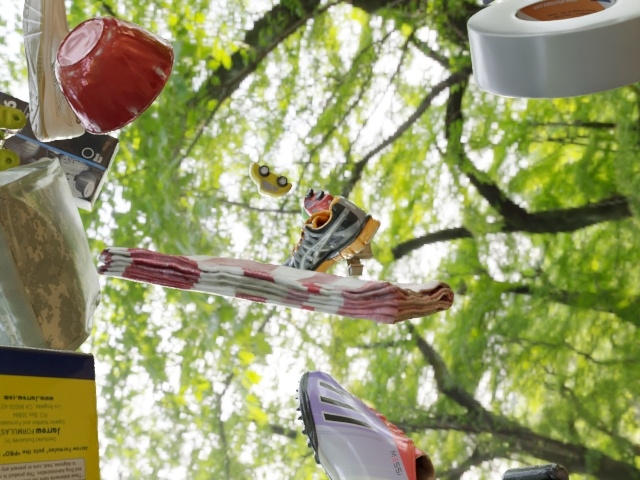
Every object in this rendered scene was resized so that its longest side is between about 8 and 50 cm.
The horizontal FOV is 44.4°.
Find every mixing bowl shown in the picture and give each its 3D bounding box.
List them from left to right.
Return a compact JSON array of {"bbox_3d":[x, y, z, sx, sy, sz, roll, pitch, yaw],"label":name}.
[{"bbox_3d":[-0.312,-0.255,1.129,0.098,0.181,0.181,45,-124,-47],"label":"mixing bowl"}]

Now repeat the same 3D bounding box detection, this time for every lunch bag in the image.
[{"bbox_3d":[-0.404,0.028,1.048,0.287,0.169,0.235,-139,33,-74],"label":"lunch bag"}]

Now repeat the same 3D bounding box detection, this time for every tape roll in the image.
[{"bbox_3d":[0.283,-0.233,0.901,0.219,0.219,0.072,-52,-43,-52],"label":"tape roll"}]

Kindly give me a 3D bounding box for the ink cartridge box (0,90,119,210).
[{"bbox_3d":[-0.611,-0.199,1.652,0.065,0.333,0.165,132,157,-67],"label":"ink cartridge box"}]

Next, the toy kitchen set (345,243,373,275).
[{"bbox_3d":[0.072,0.024,1.526,0.075,0.083,0.068,126,140,-58],"label":"toy kitchen set"}]

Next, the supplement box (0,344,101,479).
[{"bbox_3d":[-0.318,0.281,0.667,0.195,0.194,0.356,26,-126,-64],"label":"supplement box"}]

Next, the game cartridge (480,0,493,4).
[{"bbox_3d":[0.248,-0.437,1.015,0.068,0.230,0.355,47,-161,-33],"label":"game cartridge"}]

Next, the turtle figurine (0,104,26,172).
[{"bbox_3d":[-0.549,-0.123,1.265,0.087,0.217,0.269,33,-119,-33],"label":"turtle figurine"}]

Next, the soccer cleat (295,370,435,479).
[{"bbox_3d":[0.060,0.243,0.868,0.108,0.116,0.318,57,-178,-33],"label":"soccer cleat"}]

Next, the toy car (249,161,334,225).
[{"bbox_3d":[-0.027,-0.066,1.619,0.053,0.239,0.225,-60,-30,-7],"label":"toy car"}]

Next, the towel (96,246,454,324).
[{"bbox_3d":[-0.039,0.041,0.847,0.237,0.329,0.037,5,-88,-69],"label":"towel"}]

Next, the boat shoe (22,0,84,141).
[{"bbox_3d":[-0.431,-0.304,1.300,0.096,0.098,0.277,-10,-64,-35],"label":"boat shoe"}]

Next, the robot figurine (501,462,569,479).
[{"bbox_3d":[0.257,0.413,1.018,0.173,0.278,0.209,-5,-109,-36],"label":"robot figurine"}]

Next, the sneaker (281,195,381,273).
[{"bbox_3d":[0.000,0.000,1.216,0.083,0.215,0.084,44,-139,-11],"label":"sneaker"}]
